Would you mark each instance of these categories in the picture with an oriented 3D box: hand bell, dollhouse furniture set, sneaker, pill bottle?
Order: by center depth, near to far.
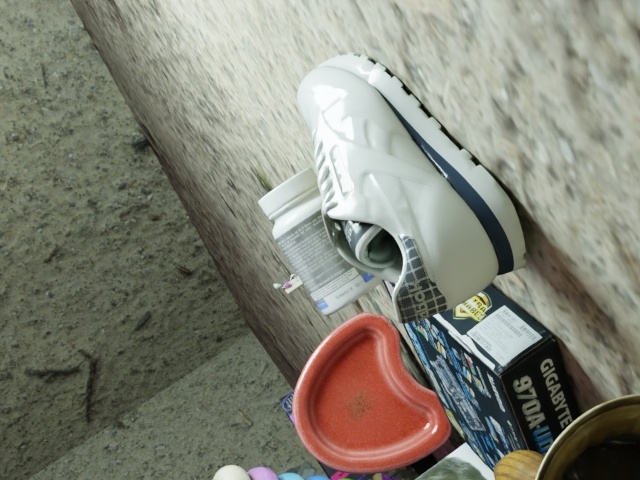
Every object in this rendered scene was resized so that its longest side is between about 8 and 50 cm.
[{"bbox_3d":[0.150,0.152,0.603,0.126,0.126,0.242,57,171,3],"label":"hand bell"},{"bbox_3d":[0.033,-0.043,0.661,0.235,0.094,0.090,50,170,45],"label":"sneaker"},{"bbox_3d":[0.000,0.000,1.021,0.137,0.078,0.078,57,171,-1],"label":"pill bottle"},{"bbox_3d":[-0.027,0.045,1.300,0.091,0.081,0.114,61,170,-23],"label":"dollhouse furniture set"}]

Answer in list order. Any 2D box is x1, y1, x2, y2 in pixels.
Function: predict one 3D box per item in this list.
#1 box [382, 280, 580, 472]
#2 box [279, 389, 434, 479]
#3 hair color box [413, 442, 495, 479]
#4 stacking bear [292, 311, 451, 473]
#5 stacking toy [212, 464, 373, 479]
[{"bbox_3d":[0.137,0.118,0.787,0.175,0.051,0.220,44,165,53],"label":"box"},{"bbox_3d":[0.077,0.330,1.524,0.270,0.143,0.165,59,173,-15],"label":"box"},{"bbox_3d":[0.187,0.376,0.971,0.114,0.185,0.374,61,170,-30],"label":"hair color box"},{"bbox_3d":[0.050,0.211,1.268,0.175,0.164,0.289,56,175,10],"label":"stacking bear"},{"bbox_3d":[0.040,0.331,1.169,0.141,0.330,0.141,-177,90,-72],"label":"stacking toy"}]
